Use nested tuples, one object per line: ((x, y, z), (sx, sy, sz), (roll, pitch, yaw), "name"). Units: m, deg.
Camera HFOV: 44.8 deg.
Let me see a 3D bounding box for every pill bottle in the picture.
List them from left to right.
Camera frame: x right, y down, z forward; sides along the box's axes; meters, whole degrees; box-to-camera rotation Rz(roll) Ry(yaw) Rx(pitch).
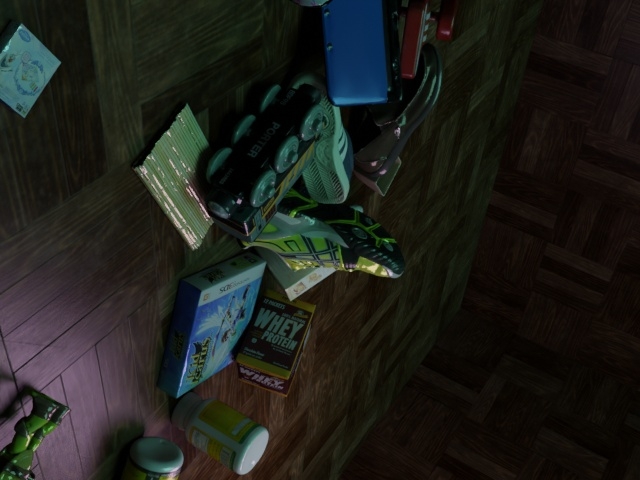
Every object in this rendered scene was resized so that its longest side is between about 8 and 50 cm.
((-0.379, 0.542, 1.676), (0.117, 0.117, 0.214), (-13, 125, -64), "pill bottle")
((-0.233, 0.433, 1.770), (0.117, 0.209, 0.117), (-49, 153, -35), "pill bottle")

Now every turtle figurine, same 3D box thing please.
((-0.496, 0.346, 1.234), (0.217, 0.087, 0.269), (-59, 158, -16), "turtle figurine")

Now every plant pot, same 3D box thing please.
((0.145, -0.201, 2.110), (0.109, 0.096, 0.109), (-62, 159, -6), "plant pot")

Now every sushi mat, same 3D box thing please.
((-0.240, -0.107, 1.428), (0.151, 0.019, 0.316), (-59, 158, -18), "sushi mat")

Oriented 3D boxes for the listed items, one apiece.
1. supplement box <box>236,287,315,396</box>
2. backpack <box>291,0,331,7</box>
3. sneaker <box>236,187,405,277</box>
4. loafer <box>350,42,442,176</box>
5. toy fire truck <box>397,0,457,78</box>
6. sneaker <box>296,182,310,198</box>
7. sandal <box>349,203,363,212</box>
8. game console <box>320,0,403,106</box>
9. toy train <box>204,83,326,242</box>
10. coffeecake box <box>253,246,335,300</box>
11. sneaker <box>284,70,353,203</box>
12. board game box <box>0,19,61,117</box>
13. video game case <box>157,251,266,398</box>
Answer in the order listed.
((-0.107, 0.248, 1.871), (0.194, 0.129, 0.191), (98, 12, -65), "supplement box")
((0.002, -0.509, 1.410), (0.182, 0.152, 0.115), (-52, 139, -22), "backpack")
((0.000, 0.000, 1.689), (0.145, 0.385, 0.147), (-82, -163, -62), "sneaker")
((0.177, -0.323, 1.926), (0.130, 0.133, 0.365), (13, 116, -31), "loafer")
((0.226, -0.540, 1.725), (0.253, 0.170, 0.302), (-73, 172, -53), "toy fire truck")
((-0.034, -0.070, 1.900), (0.083, 0.071, 0.190), (-56, 164, -57), "sneaker")
((0.035, -0.026, 2.051), (0.169, 0.102, 0.416), (-58, 173, -1), "sandal")
((0.077, -0.435, 1.652), (0.250, 0.174, 0.292), (-119, -155, -80), "game console")
((-0.103, -0.153, 1.506), (0.334, 0.142, 0.190), (-56, 164, -25), "toy train")
((-0.036, 0.025, 1.789), (0.186, 0.142, 0.068), (-34, 152, -8), "coffeecake box")
((0.001, -0.248, 1.723), (0.350, 0.131, 0.148), (81, 18, -46), "sneaker")
((-0.381, -0.215, 0.979), (0.090, 0.020, 0.090), (-60, 158, -11), "board game box")
((-0.234, 0.180, 1.697), (0.244, 0.061, 0.269), (-24, 135, -58), "video game case")
